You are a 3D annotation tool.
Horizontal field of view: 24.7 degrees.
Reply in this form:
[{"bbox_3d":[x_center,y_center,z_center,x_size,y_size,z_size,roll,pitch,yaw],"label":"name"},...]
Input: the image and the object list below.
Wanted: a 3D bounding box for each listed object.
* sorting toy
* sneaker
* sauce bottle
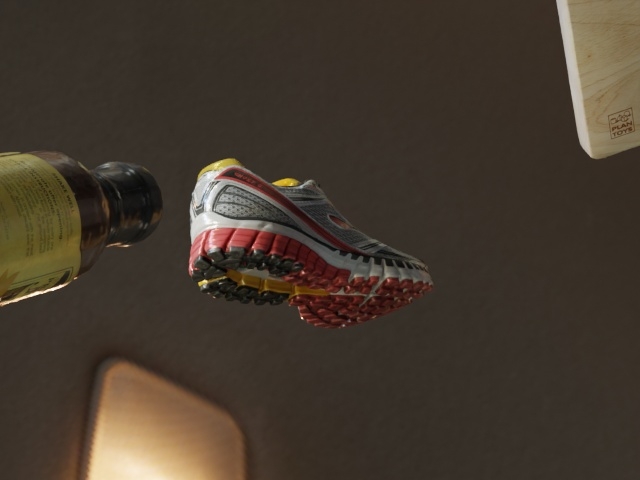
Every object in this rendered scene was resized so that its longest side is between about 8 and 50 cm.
[{"bbox_3d":[0.314,-0.234,1.244,0.089,0.257,0.255,-118,11,-59],"label":"sorting toy"},{"bbox_3d":[0.000,0.000,1.039,0.225,0.088,0.093,21,-129,-46],"label":"sneaker"},{"bbox_3d":[-0.227,-0.010,1.075,0.111,0.111,0.344,57,-155,8],"label":"sauce bottle"}]
